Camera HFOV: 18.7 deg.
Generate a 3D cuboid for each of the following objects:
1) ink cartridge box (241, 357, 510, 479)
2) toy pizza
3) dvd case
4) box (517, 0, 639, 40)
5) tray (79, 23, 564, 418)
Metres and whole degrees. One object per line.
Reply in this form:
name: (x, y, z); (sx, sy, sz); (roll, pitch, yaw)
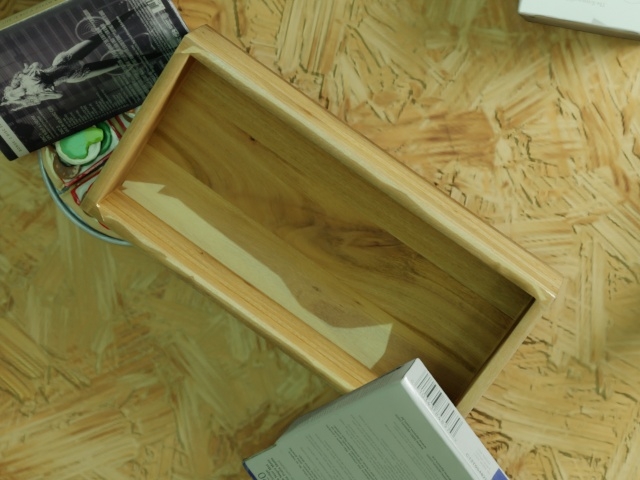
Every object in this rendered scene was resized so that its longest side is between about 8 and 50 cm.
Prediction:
ink cartridge box: (0.070, 0.243, 1.820); (0.224, 0.045, 0.223); (-30, 101, 37)
toy pizza: (-0.185, -0.095, 1.904); (0.201, 0.032, 0.201); (1, 93, 12)
dvd case: (-0.231, -0.167, 1.821); (0.221, 0.164, 0.018); (-23, 52, 7)
box: (0.261, -0.276, 1.774); (0.130, 0.091, 0.170); (12, 94, 10)
tray: (0.000, 0.000, 1.816); (0.411, 0.076, 0.203); (35, 112, 2)
